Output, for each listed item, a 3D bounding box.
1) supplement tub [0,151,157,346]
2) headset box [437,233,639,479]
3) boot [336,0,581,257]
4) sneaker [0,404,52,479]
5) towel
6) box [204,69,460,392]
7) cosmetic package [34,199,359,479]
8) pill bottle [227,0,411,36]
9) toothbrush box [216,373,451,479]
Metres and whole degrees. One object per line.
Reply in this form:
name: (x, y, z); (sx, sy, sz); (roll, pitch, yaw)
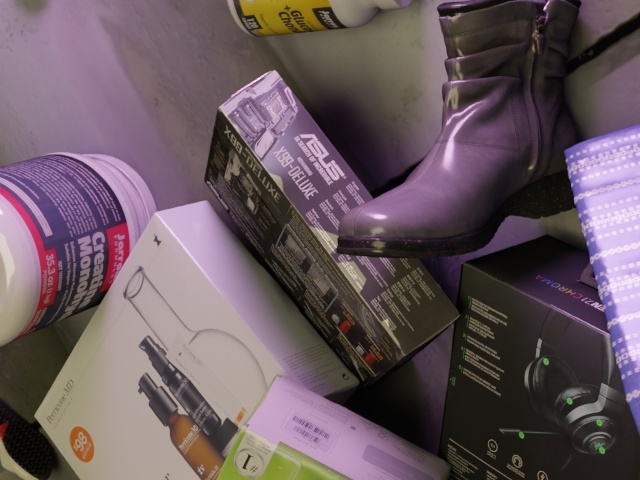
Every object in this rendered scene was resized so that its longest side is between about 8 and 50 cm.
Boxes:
supplement tub: (-0.330, 0.003, 1.550); (0.191, 0.272, 0.191); (8, 106, 27)
headset box: (0.250, 0.157, 1.296); (0.246, 0.131, 0.283); (28, 123, 43)
boot: (0.126, -0.115, 1.247); (0.118, 0.338, 0.223); (6, 108, 40)
sneaker: (-0.424, 0.277, 1.806); (0.161, 0.057, 0.075); (37, 134, 14)
towel: (0.358, 0.014, 1.156); (0.243, 0.336, 0.040); (-15, 139, 11)
box: (0.000, 0.000, 1.400); (0.307, 0.076, 0.242); (53, 164, 8)
cosmetic package: (-0.159, 0.186, 1.565); (0.284, 0.097, 0.377); (50, 127, 22)
pill bottle: (0.001, -0.270, 1.400); (0.184, 0.103, 0.103); (-1, 102, 29)
toothbrush box: (-0.023, 0.314, 1.378); (0.206, 0.122, 0.283); (28, 117, 4)
